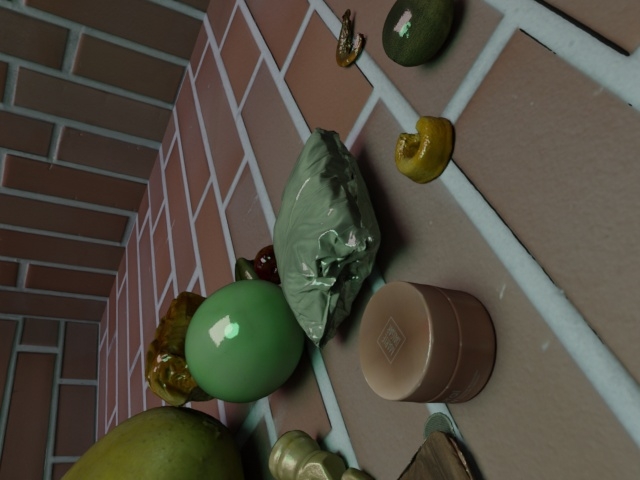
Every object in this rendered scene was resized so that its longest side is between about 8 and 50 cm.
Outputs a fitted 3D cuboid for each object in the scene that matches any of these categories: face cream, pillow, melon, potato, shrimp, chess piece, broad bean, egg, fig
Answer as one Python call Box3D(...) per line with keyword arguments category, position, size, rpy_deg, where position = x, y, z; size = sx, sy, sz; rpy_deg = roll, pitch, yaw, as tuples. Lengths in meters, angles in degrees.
Box3D(category="face cream", position=(0.131, 0.131, 0.691), size=(0.149, 0.104, 0.149), rpy_deg=(-30, 54, 54))
Box3D(category="pillow", position=(0.000, 0.000, 0.946), size=(0.309, 0.139, 0.283), rpy_deg=(-108, 31, -44))
Box3D(category="melon", position=(0.150, -0.330, 0.830), size=(0.130, 0.098, 0.098), rpy_deg=(-54, 37, 32))
Box3D(category="potato", position=(-0.306, 0.524, 1.142), size=(0.442, 0.385, 0.319), rpy_deg=(-13, 34, 52))
Box3D(category="shrimp", position=(0.061, -0.415, 1.094), size=(0.091, 0.025, 0.126), rpy_deg=(-9, 77, 60))
Box3D(category="chess piece", position=(0.007, 0.383, 0.865), size=(0.201, 0.090, 0.089), rpy_deg=(11, 90, 50))
Box3D(category="pillow", position=(0.130, 0.346, 0.686), size=(0.211, 0.034, 0.135), rpy_deg=(-62, 28, 32))
Box3D(category="broad bean", position=(-0.157, 0.142, 1.257), size=(0.153, 0.073, 0.206), rpy_deg=(-161, 71, -65))
Box3D(category="egg", position=(-0.143, 0.191, 1.040), size=(0.269, 0.221, 0.220), rpy_deg=(-55, 36, 33))
Box3D(category="fig", position=(-0.100, 0.044, 1.178), size=(0.125, 0.089, 0.088), rpy_deg=(-108, 35, -75))

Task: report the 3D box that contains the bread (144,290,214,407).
Box3D(category="bread", position=(-0.301, 0.257, 1.276), size=(0.344, 0.195, 0.148), rpy_deg=(-108, 41, -69))

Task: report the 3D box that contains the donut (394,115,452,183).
Box3D(category="donut", position=(0.152, -0.137, 0.818), size=(0.108, 0.043, 0.097), rpy_deg=(-44, 43, 53))

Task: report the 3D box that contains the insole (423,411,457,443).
Box3D(category="insole", position=(0.164, 0.330, 0.665), size=(0.080, 0.003, 0.231), rpy_deg=(-42, 45, 47))
